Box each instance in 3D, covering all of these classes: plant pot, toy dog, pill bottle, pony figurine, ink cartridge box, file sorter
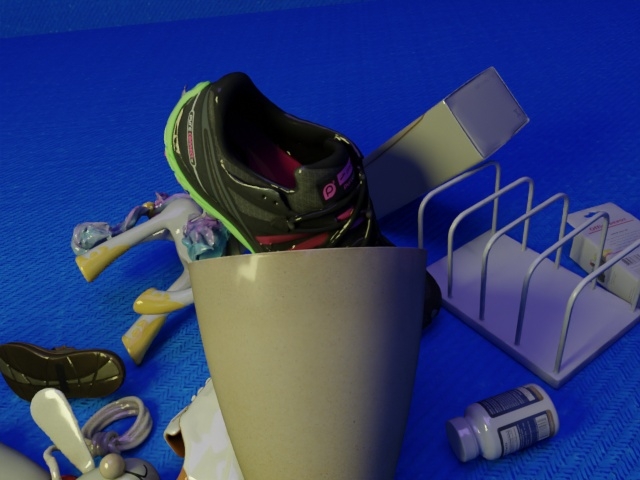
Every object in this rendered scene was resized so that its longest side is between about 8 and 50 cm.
[{"bbox_3d":[-0.007,0.154,0.607,0.256,0.274,0.256,-3,-5,0],"label":"plant pot"},{"bbox_3d":[-0.364,0.252,0.647,0.333,0.161,0.220,-15,33,-10],"label":"toy dog"},{"bbox_3d":[0.214,0.220,0.677,0.120,0.067,0.067,-16,38,-11],"label":"pill bottle"},{"bbox_3d":[-0.213,-0.026,0.941,0.363,0.303,0.351,-30,62,-18],"label":"pony figurine"},{"bbox_3d":[0.475,0.020,0.896,0.104,0.062,0.181,-15,38,-11],"label":"ink cartridge box"},{"bbox_3d":[0.298,0.029,0.826,0.193,0.173,0.277,-28,42,-24],"label":"file sorter"}]

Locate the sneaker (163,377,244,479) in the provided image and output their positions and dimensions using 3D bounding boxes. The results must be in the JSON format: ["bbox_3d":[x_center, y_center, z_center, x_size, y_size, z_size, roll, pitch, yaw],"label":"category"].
[{"bbox_3d":[-0.130,0.204,0.724,0.123,0.106,0.290,0,39,6],"label":"sneaker"}]

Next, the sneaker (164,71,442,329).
[{"bbox_3d":[-0.006,-0.030,0.783,0.202,0.483,0.185,-31,23,56],"label":"sneaker"}]

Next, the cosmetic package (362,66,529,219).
[{"bbox_3d":[0.180,-0.151,0.984,0.160,0.113,0.309,-38,3,-36],"label":"cosmetic package"}]

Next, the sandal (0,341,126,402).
[{"bbox_3d":[-0.368,0.181,0.818,0.219,0.090,0.060,-6,8,17],"label":"sandal"}]
